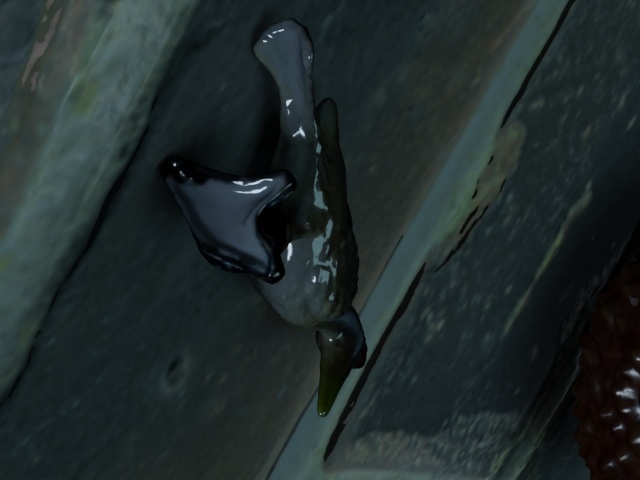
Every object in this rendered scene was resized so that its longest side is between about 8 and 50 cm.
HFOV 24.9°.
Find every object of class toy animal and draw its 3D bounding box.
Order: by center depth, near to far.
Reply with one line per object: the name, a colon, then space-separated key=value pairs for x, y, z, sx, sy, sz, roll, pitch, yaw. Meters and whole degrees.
toy animal: x=-0.006 y=0.004 z=0.655 sx=0.105 sy=0.070 sz=0.202 roll=-59 pitch=145 yaw=-27

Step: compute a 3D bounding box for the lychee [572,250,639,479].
lychee: x=0.297 y=0.109 z=0.921 sx=0.276 sy=0.275 sz=0.304 roll=-48 pitch=124 yaw=-9
